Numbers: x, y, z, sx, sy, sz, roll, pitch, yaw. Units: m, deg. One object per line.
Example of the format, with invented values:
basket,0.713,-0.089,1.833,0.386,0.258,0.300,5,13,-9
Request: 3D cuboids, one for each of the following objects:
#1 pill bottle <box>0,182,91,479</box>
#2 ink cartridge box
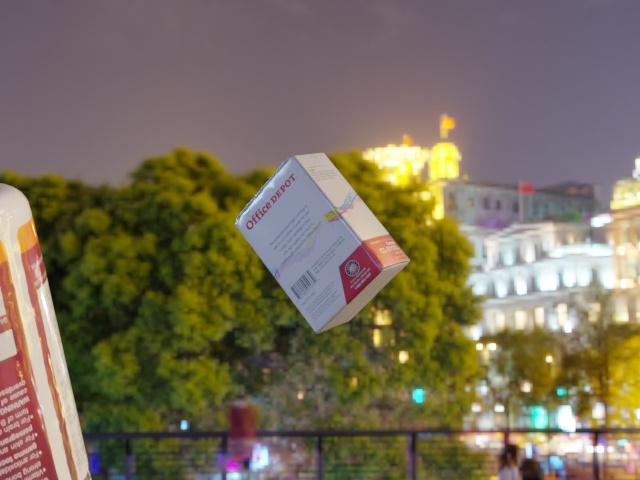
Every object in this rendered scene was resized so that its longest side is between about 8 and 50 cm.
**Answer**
pill bottle,-0.175,0.092,0.483,0.121,0.221,0.121,-8,13,2
ink cartridge box,0.000,0.000,1.227,0.127,0.175,0.072,-47,-18,31
